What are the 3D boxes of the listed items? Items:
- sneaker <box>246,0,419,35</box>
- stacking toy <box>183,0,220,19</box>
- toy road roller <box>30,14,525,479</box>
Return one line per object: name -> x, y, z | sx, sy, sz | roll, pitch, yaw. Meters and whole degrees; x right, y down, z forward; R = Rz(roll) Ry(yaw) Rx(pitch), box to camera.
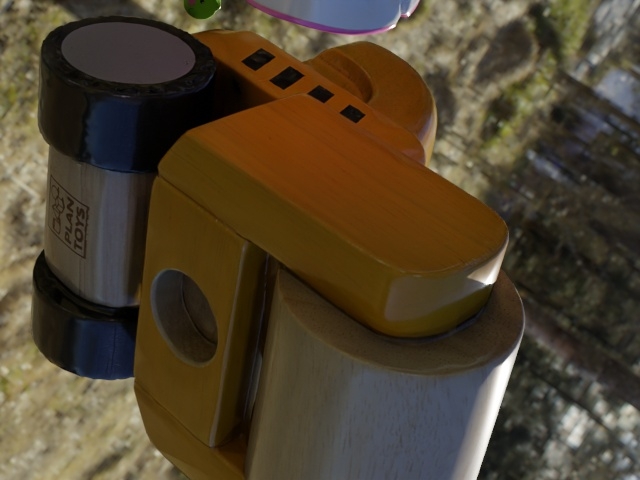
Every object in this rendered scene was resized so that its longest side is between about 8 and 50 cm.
sneaker -> 0.040, -0.210, 0.492 | 0.111, 0.102, 0.252 | 93, 15, -59
stacking toy -> -0.035, -0.258, 0.735 | 0.167, 0.052, 0.221 | -100, -146, -61
toy road roller -> 0.000, 0.000, 0.654 | 0.240, 0.329, 0.203 | -23, 137, -39
